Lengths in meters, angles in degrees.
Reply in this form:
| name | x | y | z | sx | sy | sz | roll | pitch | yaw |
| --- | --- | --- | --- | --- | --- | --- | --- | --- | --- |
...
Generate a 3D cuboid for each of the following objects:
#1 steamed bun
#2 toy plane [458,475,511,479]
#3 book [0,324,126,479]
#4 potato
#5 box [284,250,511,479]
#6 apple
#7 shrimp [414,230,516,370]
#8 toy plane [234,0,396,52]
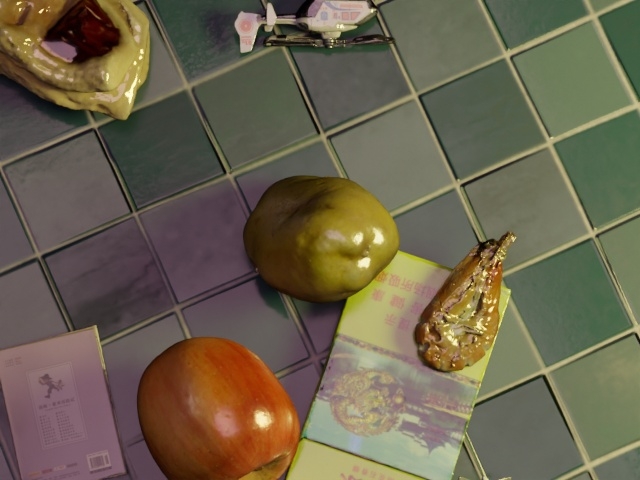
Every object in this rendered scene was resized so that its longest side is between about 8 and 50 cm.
| name | x | y | z | sx | sy | sz | roll | pitch | yaw |
| --- | --- | --- | --- | --- | --- | --- | --- | --- | --- |
| steamed bun | -0.378 | -0.334 | 1.907 | 0.428 | 0.189 | 0.247 | 27 | 73 | 4 |
| toy plane | 0.159 | 0.366 | 1.832 | 0.226 | 0.058 | 0.226 | 6 | 115 | -37 |
| book | -0.308 | 0.202 | 1.897 | 0.127 | 0.014 | 0.181 | -13 | 81 | -4 |
| potato | -0.003 | -0.003 | 1.860 | 0.137 | 0.200 | 0.154 | 26 | 92 | -34 |
| box | 0.088 | 0.187 | 1.895 | 0.187 | 0.047 | 0.335 | 19 | 81 | 1 |
| apple | -0.120 | 0.200 | 1.823 | 0.199 | 0.199 | 0.199 | 0 | 80 | -1 |
| shrimp | 0.176 | 0.069 | 1.877 | 0.091 | 0.043 | 0.184 | 26 | 87 | -5 |
| toy plane | -0.008 | -0.274 | 1.968 | 0.197 | 0.053 | 0.078 | -4 | 89 | -6 |
